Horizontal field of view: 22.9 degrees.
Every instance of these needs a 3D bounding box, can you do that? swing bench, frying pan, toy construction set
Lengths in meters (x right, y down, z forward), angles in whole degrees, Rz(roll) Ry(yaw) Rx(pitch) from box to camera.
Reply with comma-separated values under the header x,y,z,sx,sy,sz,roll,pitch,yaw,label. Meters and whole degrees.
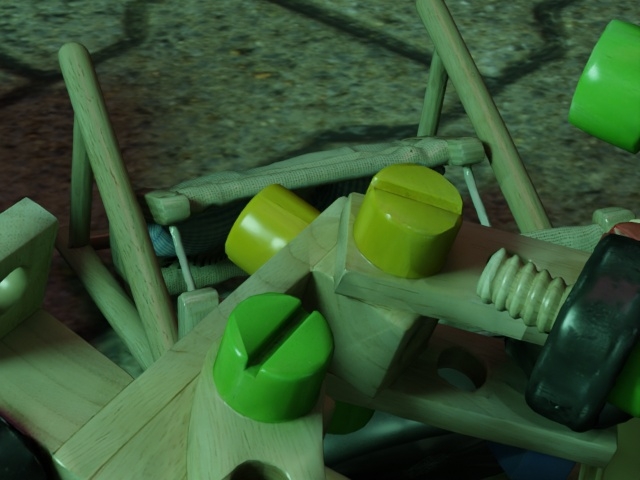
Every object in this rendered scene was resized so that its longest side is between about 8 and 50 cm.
x,y,z,sx,sy,sz,roll,pitch,yaw,label
0.000,0.000,0.914,0.253,0.165,0.254,-10,42,-21,swing bench
0.001,0.083,0.744,0.326,0.197,0.053,7,63,-41,frying pan
-0.021,0.067,0.570,0.237,0.309,0.257,27,71,13,toy construction set

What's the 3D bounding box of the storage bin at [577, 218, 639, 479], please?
x,y,z,sx,sy,sz,roll,pitch,yaw,label
0.272,0.073,0.749,0.262,0.260,0.123,19,41,20,storage bin
